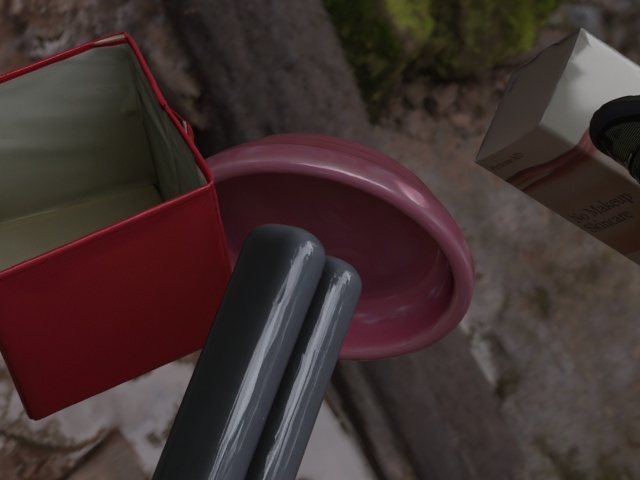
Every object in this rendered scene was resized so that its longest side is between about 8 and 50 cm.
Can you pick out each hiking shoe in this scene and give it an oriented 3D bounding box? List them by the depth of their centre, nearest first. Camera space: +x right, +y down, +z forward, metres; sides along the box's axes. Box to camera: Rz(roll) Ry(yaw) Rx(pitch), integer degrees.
[{"bbox_3d":[0.314,-0.046,1.406,0.227,0.086,0.114,33,54,28],"label":"hiking shoe"}]

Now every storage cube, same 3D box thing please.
[{"bbox_3d":[-0.191,-0.010,1.266,0.215,0.193,0.184,-24,54,-12],"label":"storage cube"}]

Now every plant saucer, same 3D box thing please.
[{"bbox_3d":[0.000,0.000,1.699,0.332,0.332,0.084,28,52,-17],"label":"plant saucer"}]

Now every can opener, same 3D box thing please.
[{"bbox_3d":[-0.037,0.130,0.777,0.074,0.093,0.280,41,60,-51],"label":"can opener"}]

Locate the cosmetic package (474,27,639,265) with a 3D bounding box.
[{"bbox_3d":[0.334,-0.077,1.724,0.296,0.153,0.129,31,68,-12],"label":"cosmetic package"}]
